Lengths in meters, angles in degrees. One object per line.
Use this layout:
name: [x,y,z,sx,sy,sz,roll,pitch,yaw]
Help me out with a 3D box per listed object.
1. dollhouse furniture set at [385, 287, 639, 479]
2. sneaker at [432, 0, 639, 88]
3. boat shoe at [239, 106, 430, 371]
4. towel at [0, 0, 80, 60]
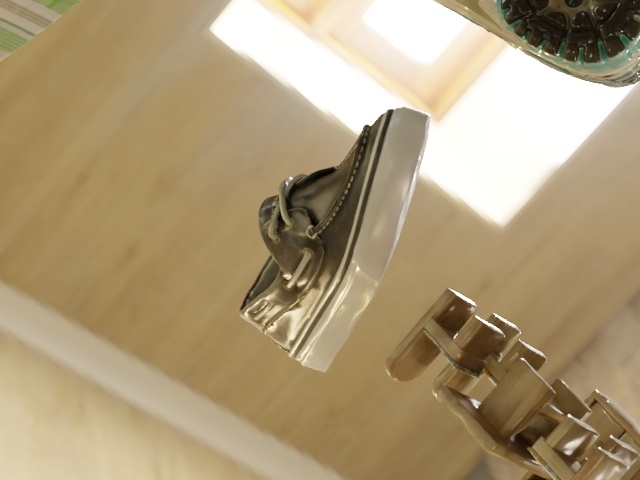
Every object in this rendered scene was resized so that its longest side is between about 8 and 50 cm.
dollhouse furniture set: [0.168,0.193,1.440,0.242,0.161,0.212,29,-165,-49]
sneaker: [0.121,-0.190,1.242,0.283,0.110,0.122,40,-179,27]
boat shoe: [0.000,0.000,1.501,0.119,0.335,0.121,23,-132,-1]
towel: [-0.353,-0.247,1.912,0.113,0.152,0.023,24,-142,-60]
